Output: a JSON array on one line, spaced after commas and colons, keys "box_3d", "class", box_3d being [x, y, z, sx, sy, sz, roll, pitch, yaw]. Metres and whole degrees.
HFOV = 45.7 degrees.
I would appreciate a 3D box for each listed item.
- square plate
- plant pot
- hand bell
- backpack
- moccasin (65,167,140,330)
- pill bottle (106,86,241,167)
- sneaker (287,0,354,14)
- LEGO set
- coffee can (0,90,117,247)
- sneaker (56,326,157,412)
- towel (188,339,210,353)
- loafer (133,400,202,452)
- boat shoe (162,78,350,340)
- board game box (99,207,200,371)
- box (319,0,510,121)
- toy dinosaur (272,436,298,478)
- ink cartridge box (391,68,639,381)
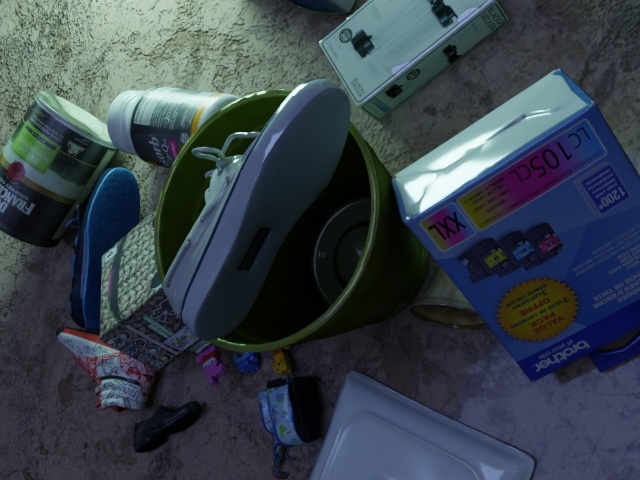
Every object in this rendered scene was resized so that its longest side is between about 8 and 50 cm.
[{"box_3d": [0.116, 0.430, 1.205, 0.344, 0.049, 0.347, 21, 91, 32], "class": "square plate"}, {"box_3d": [0.000, 0.000, 1.185, 0.367, 0.353, 0.366, -7, 76, 29], "class": "plant pot"}, {"box_3d": [0.224, 0.010, 1.220, 0.126, 0.126, 0.241, 1, 67, 30], "class": "hand bell"}, {"box_3d": [-0.050, 0.294, 1.297, 0.084, 0.105, 0.114, -20, 71, 26], "class": "backpack"}, {"box_3d": [-0.474, 0.012, 1.580, 0.117, 0.138, 0.341, 2, 75, 44], "class": "moccasin"}, {"box_3d": [-0.279, -0.220, 1.503, 0.279, 0.162, 0.162, 12, 86, 32], "class": "pill bottle"}, {"box_3d": [-0.062, -0.564, 1.472, 0.316, 0.127, 0.182, 26, 95, 33], "class": "sneaker"}, {"box_3d": [-0.105, 0.203, 1.355, 0.227, 0.087, 0.093, -35, 49, 19], "class": "LEGO set"}, {"box_3d": [-0.590, -0.153, 1.643, 0.201, 0.202, 0.275, 40, 100, 30], "class": "coffee can"}, {"box_3d": [-0.449, 0.263, 1.539, 0.270, 0.090, 0.144, 8, 81, 28], "class": "sneaker"}, {"box_3d": [-0.198, 0.131, 1.425, 0.113, 0.023, 0.152, -32, 34, 21], "class": "towel"}, {"box_3d": [-0.300, 0.344, 1.456, 0.170, 0.062, 0.061, -33, 60, 18], "class": "loafer"}, {"box_3d": [-0.104, -0.061, 0.986, 0.156, 0.136, 0.367, 39, 109, 33], "class": "boat shoe"}, {"box_3d": [-0.255, 0.053, 1.397, 0.291, 0.141, 0.232, -39, 39, 17], "class": "board game box"}, {"box_3d": [0.160, -0.365, 1.326, 0.290, 0.087, 0.169, -38, 64, 18], "class": "box"}, {"box_3d": [-0.069, 0.375, 1.341, 0.090, 0.047, 0.082, 40, 112, 63], "class": "toy dinosaur"}, {"box_3d": [0.323, 0.010, 1.032, 0.270, 0.395, 0.151, -33, 27, 18], "class": "ink cartridge box"}]
